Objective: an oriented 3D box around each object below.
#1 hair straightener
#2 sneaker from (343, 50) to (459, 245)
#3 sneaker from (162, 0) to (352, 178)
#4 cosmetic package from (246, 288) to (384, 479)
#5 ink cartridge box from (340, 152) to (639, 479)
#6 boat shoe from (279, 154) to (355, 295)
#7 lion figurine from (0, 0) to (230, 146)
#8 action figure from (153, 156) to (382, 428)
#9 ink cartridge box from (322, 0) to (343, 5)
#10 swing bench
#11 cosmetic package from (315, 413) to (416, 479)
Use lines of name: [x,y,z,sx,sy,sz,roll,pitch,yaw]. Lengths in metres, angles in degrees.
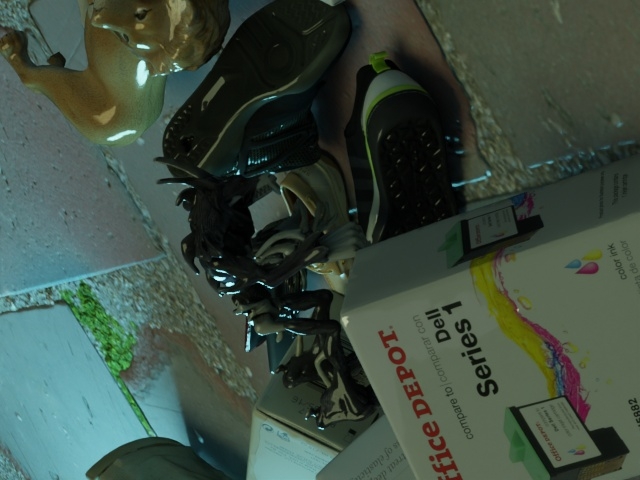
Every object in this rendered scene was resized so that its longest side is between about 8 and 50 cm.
hair straightener: [-0.030,0.060,1.994,0.089,0.047,0.230,40,144,24]
sneaker: [0.066,-0.065,1.693,0.234,0.084,0.097,90,159,-46]
sneaker: [-0.030,-0.133,1.742,0.227,0.130,0.087,-48,61,32]
cosmetic package: [0.008,0.205,1.928,0.113,0.160,0.309,26,146,11]
ink cartridge box: [0.179,0.072,1.444,0.278,0.117,0.201,-19,110,17]
boat shoe: [0.000,0.000,1.854,0.063,0.059,0.170,17,135,48]
lion figurine: [-0.184,-0.187,1.835,0.240,0.142,0.392,56,159,17]
action figure: [-0.029,0.021,1.698,0.275,0.141,0.164,57,179,-25]
ink cartridge box: [-0.041,-0.301,1.551,0.219,0.092,0.160,31,145,37]
swing bench: [-0.124,0.376,2.354,0.253,0.165,0.254,28,137,41]
cosmetic package: [0.110,0.251,1.738,0.156,0.217,0.385,45,159,17]
